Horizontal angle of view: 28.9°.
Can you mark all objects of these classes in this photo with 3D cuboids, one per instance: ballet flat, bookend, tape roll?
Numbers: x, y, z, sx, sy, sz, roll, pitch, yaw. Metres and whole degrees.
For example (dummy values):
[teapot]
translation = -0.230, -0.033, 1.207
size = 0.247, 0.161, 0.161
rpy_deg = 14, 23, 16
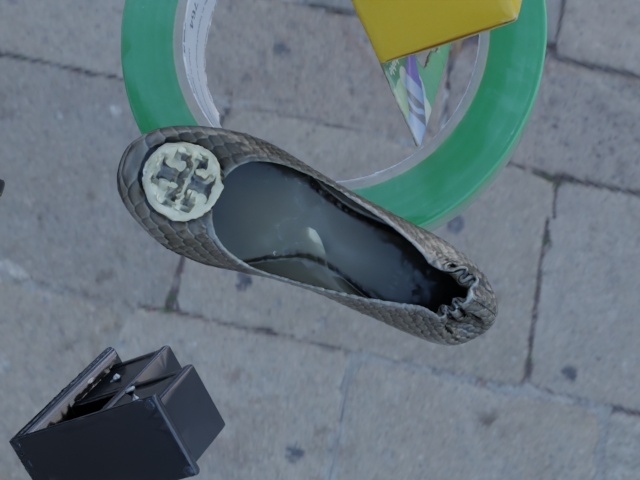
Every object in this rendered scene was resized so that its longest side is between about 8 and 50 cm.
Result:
[ballet flat]
translation = 0.000, 0.000, 0.733
size = 0.249, 0.058, 0.084
rpy_deg = 26, 83, -17
[bookend]
translation = -0.143, 0.137, 1.023
size = 0.072, 0.157, 0.156
rpy_deg = 63, 32, -13
[tape roll]
translation = 0.011, -0.151, 0.954
size = 0.321, 0.077, 0.321
rpy_deg = -1, 86, 8

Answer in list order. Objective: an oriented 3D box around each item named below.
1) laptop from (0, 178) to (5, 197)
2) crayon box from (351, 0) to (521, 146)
[laptop]
translation = -0.510, -0.004, 1.113
size = 0.381, 0.236, 0.408
rpy_deg = 21, 28, -15
[crayon box]
translation = 0.040, -0.241, 0.660
size = 0.083, 0.323, 0.203
rpy_deg = -15, 29, 23
